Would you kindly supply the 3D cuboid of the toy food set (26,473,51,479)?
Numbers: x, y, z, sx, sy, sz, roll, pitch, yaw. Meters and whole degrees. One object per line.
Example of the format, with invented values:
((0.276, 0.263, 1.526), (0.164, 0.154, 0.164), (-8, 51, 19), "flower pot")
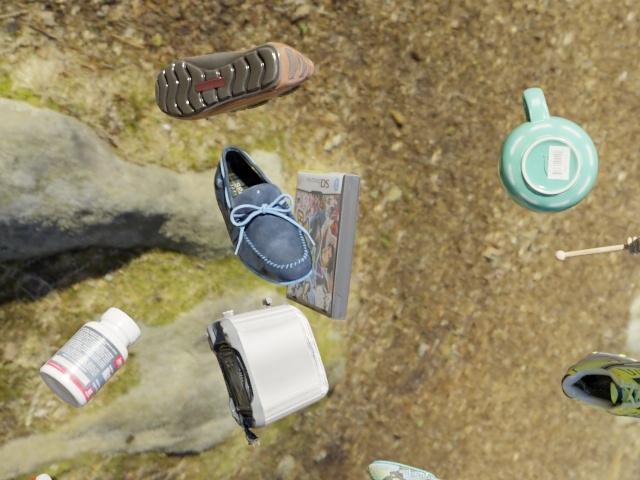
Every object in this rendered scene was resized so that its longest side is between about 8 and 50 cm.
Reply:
((-0.421, 0.414, 1.323), (0.104, 0.111, 0.232), (-29, 148, 27), "toy food set")

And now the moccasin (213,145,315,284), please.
((-0.124, -0.052, 1.625), (0.138, 0.342, 0.117), (-21, 134, -22), "moccasin")

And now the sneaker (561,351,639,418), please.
((0.670, 0.314, 1.803), (0.147, 0.385, 0.145), (-11, 95, -45), "sneaker")

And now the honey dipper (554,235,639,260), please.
((0.471, 0.016, 1.489), (0.030, 0.161, 0.030), (22, 64, -55), "honey dipper")

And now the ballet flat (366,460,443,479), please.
((0.141, 0.324, 1.107), (0.070, 0.188, 0.070), (9, 90, -71), "ballet flat")

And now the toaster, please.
((-0.084, 0.212, 1.486), (0.146, 0.129, 0.227), (-18, 88, -26), "toaster")

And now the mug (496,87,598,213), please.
((0.293, -0.110, 1.190), (0.129, 0.158, 0.097), (-45, 178, 10), "mug")

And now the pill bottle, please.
((-0.429, 0.217, 1.689), (0.180, 0.108, 0.108), (-49, 142, -30), "pill bottle")

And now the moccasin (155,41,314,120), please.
((-0.184, -0.324, 1.817), (0.147, 0.380, 0.139), (-4, 83, -55), "moccasin")

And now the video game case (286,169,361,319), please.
((0.000, 0.000, 1.771), (0.035, 0.248, 0.275), (4, 94, -24), "video game case")
